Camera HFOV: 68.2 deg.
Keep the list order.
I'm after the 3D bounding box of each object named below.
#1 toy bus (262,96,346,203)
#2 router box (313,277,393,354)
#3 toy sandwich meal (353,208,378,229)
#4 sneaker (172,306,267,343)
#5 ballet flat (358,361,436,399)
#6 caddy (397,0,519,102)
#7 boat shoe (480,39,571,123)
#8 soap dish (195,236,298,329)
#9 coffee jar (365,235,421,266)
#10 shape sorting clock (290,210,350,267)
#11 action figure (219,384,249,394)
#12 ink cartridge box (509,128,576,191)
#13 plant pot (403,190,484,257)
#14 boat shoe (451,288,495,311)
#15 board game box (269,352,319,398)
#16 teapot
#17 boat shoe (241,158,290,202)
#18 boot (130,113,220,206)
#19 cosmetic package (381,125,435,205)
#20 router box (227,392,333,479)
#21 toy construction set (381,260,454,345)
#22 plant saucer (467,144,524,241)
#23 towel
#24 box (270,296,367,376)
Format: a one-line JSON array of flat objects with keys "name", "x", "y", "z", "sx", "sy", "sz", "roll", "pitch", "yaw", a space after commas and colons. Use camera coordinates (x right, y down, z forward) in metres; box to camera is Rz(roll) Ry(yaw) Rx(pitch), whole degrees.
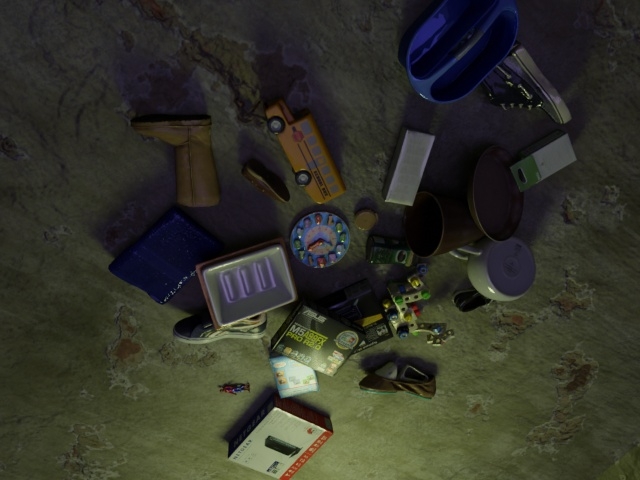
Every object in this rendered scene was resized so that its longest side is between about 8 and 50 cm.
[{"name": "toy bus", "x": -0.049, "y": -0.274, "z": 1.422, "sx": 0.130, "sy": 0.108, "sz": 0.332, "roll": -26, "pitch": 117, "yaw": 4}, {"name": "router box", "x": 0.084, "y": 0.310, "z": 1.747, "sx": 0.309, "sy": 0.081, "sz": 0.242, "roll": -24, "pitch": 117, "yaw": 3}, {"name": "toy sandwich meal", "x": 0.153, "y": -0.074, "z": 1.600, "sx": 0.086, "sy": 0.029, "sz": 0.085, "roll": -2, "pitch": 118, "yaw": -3}, {"name": "sneaker", "x": -0.343, "y": 0.270, "z": 1.638, "sx": 0.321, "sy": 0.126, "sz": 0.127, "roll": -1, "pitch": 121, "yaw": -21}, {"name": "ballet flat", "x": 0.319, "y": 0.557, "z": 1.902, "sx": 0.343, "sy": 0.116, "sz": 0.124, "roll": 13, "pitch": 93, "yaw": -15}, {"name": "caddy", "x": 0.380, "y": -0.550, "z": 1.316, "sx": 0.241, "sy": 0.179, "sz": 0.341, "roll": 38, "pitch": 105, "yaw": -24}, {"name": "boat shoe", "x": 0.614, "y": -0.448, "z": 1.451, "sx": 0.340, "sy": 0.127, "sz": 0.158, "roll": 40, "pitch": 117, "yaw": -21}, {"name": "soap dish", "x": -0.238, "y": 0.132, "z": 1.539, "sx": 0.291, "sy": 0.118, "sz": 0.228, "roll": -19, "pitch": 107, "yaw": -18}, {"name": "coffee jar", "x": 0.255, "y": 0.038, "z": 1.642, "sx": 0.185, "sy": 0.079, "sz": 0.096, "roll": 5, "pitch": 113, "yaw": -11}, {"name": "shape sorting clock", "x": 0.000, "y": 0.000, "z": 1.604, "sx": 0.206, "sy": 0.040, "sz": 0.206, "roll": -4, "pitch": 117, "yaw": -8}, {"name": "action figure", "x": -0.335, "y": 0.583, "z": 1.847, "sx": 0.115, "sy": 0.030, "sz": 0.038, "roll": 0, "pitch": 121, "yaw": -7}, {"name": "ink cartridge box", "x": 0.729, "y": -0.266, "z": 1.576, "sx": 0.209, "sy": 0.062, "sz": 0.109, "roll": -31, "pitch": 116, "yaw": 7}, {"name": "plant pot", "x": 0.433, "y": -0.054, "z": 1.571, "sx": 0.231, "sy": 0.215, "sz": 0.215, "roll": -2, "pitch": 117, "yaw": -24}, {"name": "boat shoe", "x": 0.623, "y": 0.219, "z": 1.792, "sx": 0.233, "sy": 0.079, "sz": 0.084, "roll": -12, "pitch": 116, "yaw": -5}, {"name": "board game box", "x": -0.100, "y": 0.514, "z": 1.840, "sx": 0.160, "sy": 0.039, "sz": 0.211, "roll": -11, "pitch": 119, "yaw": -1}, {"name": "teapot", "x": 0.610, "y": 0.095, "z": 1.677, "sx": 0.253, "sy": 0.187, "sz": 0.255, "roll": -18, "pitch": 92, "yaw": -21}, {"name": "boat shoe", "x": -0.171, "y": -0.179, "z": 1.483, "sx": 0.178, "sy": 0.064, "sz": 0.060, "roll": 40, "pitch": 135, "yaw": -22}, {"name": "boot", "x": -0.422, "y": -0.230, "z": 1.398, "sx": 0.236, "sy": 0.089, "sz": 0.269, "roll": -1, "pitch": 117, "yaw": -8}, {"name": "cosmetic package", "x": 0.278, "y": -0.237, "z": 1.520, "sx": 0.099, "sy": 0.060, "sz": 0.238, "roll": 8, "pitch": 114, "yaw": -15}, {"name": "router box", "x": -0.167, "y": 0.822, "z": 1.959, "sx": 0.301, "sy": 0.082, "sz": 0.335, "roll": 32, "pitch": 107, "yaw": -22}, {"name": "toy construction set", "x": 0.350, "y": 0.252, "z": 1.735, "sx": 0.215, "sy": 0.151, "sz": 0.327, "roll": -28, "pitch": 106, "yaw": 5}, {"name": "plant saucer", "x": 0.565, "y": -0.150, "z": 1.537, "sx": 0.311, "sy": 0.050, "sz": 0.310, "roll": 1, "pitch": 89, "yaw": -39}, {"name": "towel", "x": -0.495, "y": 0.048, "z": 1.536, "sx": 0.308, "sy": 0.076, "sz": 0.228, "roll": -40, "pitch": 122, "yaw": 11}, {"name": "box", "x": -0.008, "y": 0.345, "z": 1.670, "sx": 0.270, "sy": 0.060, "sz": 0.216, "roll": 30, "pitch": 109, "yaw": -20}]
